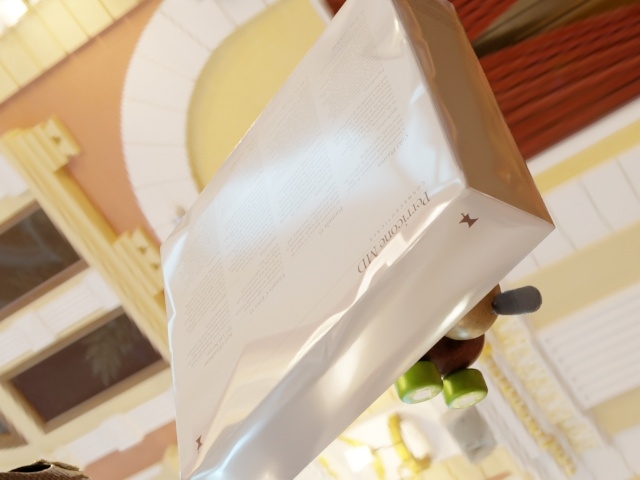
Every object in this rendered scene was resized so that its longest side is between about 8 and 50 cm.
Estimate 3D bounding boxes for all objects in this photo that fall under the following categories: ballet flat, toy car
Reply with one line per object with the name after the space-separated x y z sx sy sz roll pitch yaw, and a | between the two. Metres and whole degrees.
-0.291 0.208 0.915 0.250 0.084 0.058 12 -118 -59 | ballet flat
0.159 0.070 1.149 0.149 0.188 0.155 13 -132 -41 | toy car

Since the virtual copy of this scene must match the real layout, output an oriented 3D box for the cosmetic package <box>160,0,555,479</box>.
0.000 0.000 0.894 0.097 0.377 0.284 22 -143 -29 | cosmetic package
